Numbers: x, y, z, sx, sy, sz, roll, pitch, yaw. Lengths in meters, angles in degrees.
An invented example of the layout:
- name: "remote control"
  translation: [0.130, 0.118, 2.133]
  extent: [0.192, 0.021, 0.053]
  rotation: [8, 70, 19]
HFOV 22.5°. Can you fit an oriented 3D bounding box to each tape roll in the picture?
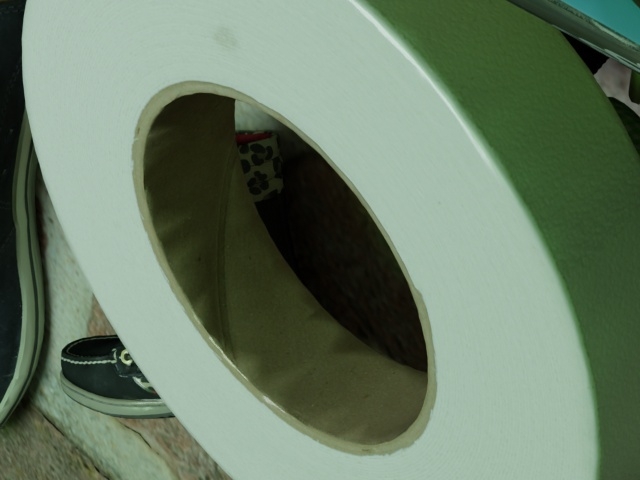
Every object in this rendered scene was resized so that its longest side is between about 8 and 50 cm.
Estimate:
- name: "tape roll"
  translation: [0.000, 0.000, 0.785]
  extent: [0.392, 0.072, 0.392]
  rotation: [34, 142, 31]

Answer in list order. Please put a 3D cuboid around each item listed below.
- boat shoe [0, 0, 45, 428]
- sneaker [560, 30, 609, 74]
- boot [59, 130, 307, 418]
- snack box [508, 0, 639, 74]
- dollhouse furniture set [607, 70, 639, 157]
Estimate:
- name: "boat shoe"
  translation: [-0.303, -0.022, 1.204]
  extent: [0.187, 0.156, 0.500]
  rotation: [40, 136, 26]
- name: "sneaker"
  translation: [0.084, -0.199, 0.722]
  extent: [0.162, 0.106, 0.281]
  rotation: [40, 125, 35]
- name: "boot"
  translation: [-0.093, 0.022, 1.040]
  extent: [0.236, 0.085, 0.179]
  rotation: [-1, 107, 41]
- name: "snack box"
  translation: [0.222, -0.083, 0.462]
  extent: [0.322, 0.060, 0.187]
  rotation: [30, 94, 2]
- name: "dollhouse furniture set"
  translation: [0.221, -0.011, 0.679]
  extent: [0.302, 0.151, 0.198]
  rotation: [88, 160, -51]
